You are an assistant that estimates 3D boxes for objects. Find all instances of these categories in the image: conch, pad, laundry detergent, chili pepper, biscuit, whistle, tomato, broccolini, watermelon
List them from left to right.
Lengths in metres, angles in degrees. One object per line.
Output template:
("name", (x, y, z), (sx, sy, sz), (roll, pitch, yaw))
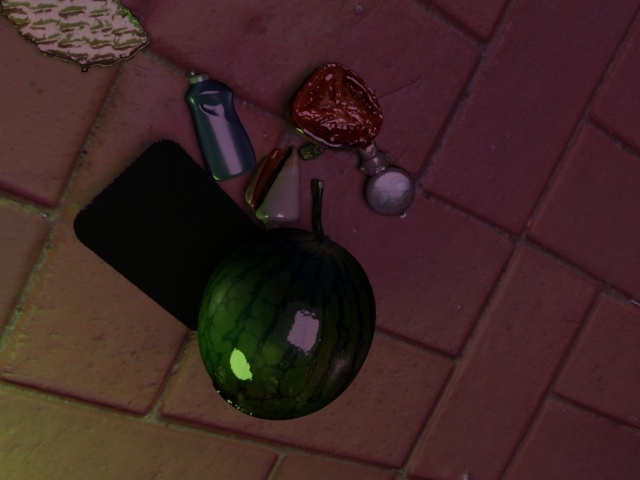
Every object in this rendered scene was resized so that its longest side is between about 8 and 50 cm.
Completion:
("biscuit", (-0.425, -0.400, 1.059), (0.187, 0.036, 0.273), (-32, 115, -10))
("pad", (-0.293, 0.017, 1.246), (0.315, 0.063, 0.375), (-44, 127, -6))
("laundry detergent", (-0.191, -0.216, 1.196), (0.096, 0.061, 0.206), (-21, 112, -6))
("conch", (-0.084, -0.099, 1.256), (0.104, 0.094, 0.176), (12, 98, 16))
("watermelon", (-0.063, 0.148, 1.202), (0.363, 0.363, 0.363), (-6, 108, -20))
("chili pepper", (-0.005, -0.188, 1.295), (0.091, 0.030, 0.034), (-36, 90, -11))
("broccolini", (0.007, 0.001, 1.345), (0.071, 0.057, 0.254), (-37, 130, -56))
("tomato", (0.024, -0.240, 1.253), (0.174, 0.082, 0.166), (40, 74, -13))
("whistle", (0.125, -0.139, 1.349), (0.107, 0.057, 0.220), (-30, 110, 4))

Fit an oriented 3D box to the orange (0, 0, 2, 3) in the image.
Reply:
("orange", (-0.552, -0.402, 0.968), (0.160, 0.112, 0.170), (-25, 90, -2))
